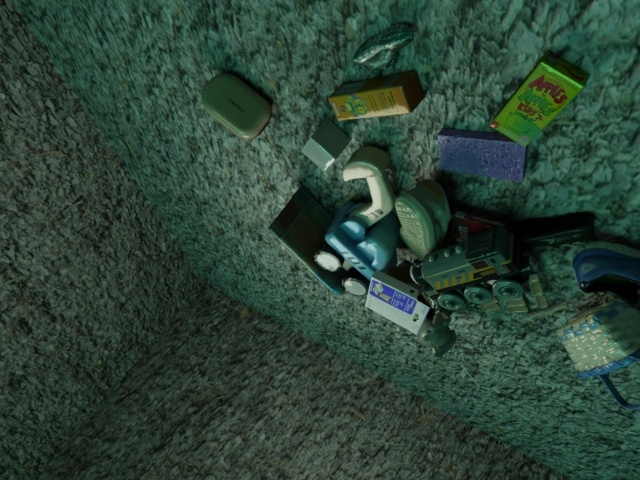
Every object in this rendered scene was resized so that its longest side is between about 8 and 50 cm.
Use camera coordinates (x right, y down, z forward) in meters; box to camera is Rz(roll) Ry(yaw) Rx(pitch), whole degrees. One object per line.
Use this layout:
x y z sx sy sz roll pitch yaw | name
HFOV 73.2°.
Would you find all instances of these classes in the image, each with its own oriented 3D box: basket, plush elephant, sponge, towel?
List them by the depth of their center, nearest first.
0.396 -0.212 1.061 0.210 0.031 0.117 16 147 33 | sponge
0.827 0.315 1.173 0.289 0.201 0.255 62 160 19 | basket
0.403 0.283 1.592 0.330 0.255 0.272 15 146 36 | plush elephant
0.000 0.000 1.609 0.370 0.271 0.040 46 136 -16 | towel

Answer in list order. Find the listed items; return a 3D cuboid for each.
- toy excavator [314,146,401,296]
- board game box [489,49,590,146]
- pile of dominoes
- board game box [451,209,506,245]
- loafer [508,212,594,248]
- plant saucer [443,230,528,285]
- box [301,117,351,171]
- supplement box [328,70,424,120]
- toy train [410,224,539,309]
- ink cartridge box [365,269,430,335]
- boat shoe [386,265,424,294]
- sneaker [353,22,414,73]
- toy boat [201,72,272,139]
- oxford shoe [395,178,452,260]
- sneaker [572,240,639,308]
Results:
0.160 -0.060 1.433 0.433 0.222 0.445 42 140 -16 | toy excavator
0.440 -0.283 0.881 0.092 0.043 0.181 34 153 5 | board game box
0.558 0.124 1.300 0.196 0.040 0.251 -9 128 36 | pile of dominoes
0.463 0.029 1.285 0.145 0.027 0.281 20 149 30 | board game box
0.587 -0.008 1.106 0.078 0.080 0.220 48 151 -21 | loafer
0.512 0.047 1.327 0.278 0.041 0.278 29 152 16 | plant saucer
0.017 -0.288 1.304 0.102 0.101 0.087 40 152 -8 | box
0.134 -0.358 1.084 0.233 0.080 0.078 10 141 45 | supplement box
0.409 0.079 1.187 0.190 0.142 0.334 42 140 -21 | toy train
0.256 0.209 1.436 0.208 0.045 0.206 29 148 18 | ink cartridge box
0.349 0.143 1.492 0.277 0.098 0.096 2 138 -10 | boat shoe
0.154 -0.431 0.981 0.076 0.065 0.166 34 162 -33 | sneaker
-0.270 -0.431 1.407 0.231 0.151 0.151 38 -178 -4 | toy boat
0.325 -0.039 1.311 0.169 0.130 0.449 44 173 27 | oxford shoe
0.761 0.098 0.978 0.330 0.147 0.130 3 140 30 | sneaker
